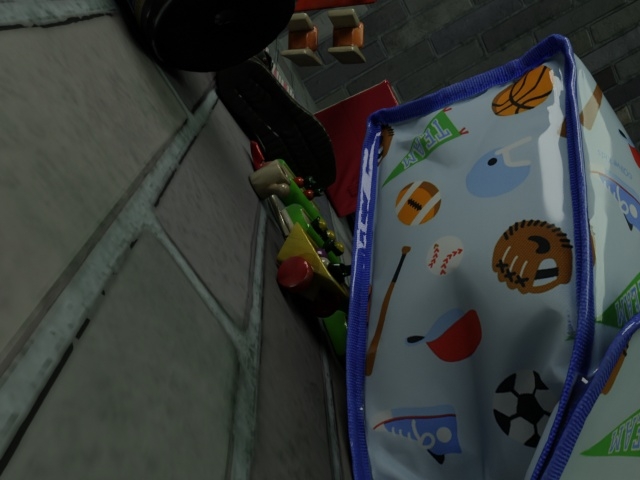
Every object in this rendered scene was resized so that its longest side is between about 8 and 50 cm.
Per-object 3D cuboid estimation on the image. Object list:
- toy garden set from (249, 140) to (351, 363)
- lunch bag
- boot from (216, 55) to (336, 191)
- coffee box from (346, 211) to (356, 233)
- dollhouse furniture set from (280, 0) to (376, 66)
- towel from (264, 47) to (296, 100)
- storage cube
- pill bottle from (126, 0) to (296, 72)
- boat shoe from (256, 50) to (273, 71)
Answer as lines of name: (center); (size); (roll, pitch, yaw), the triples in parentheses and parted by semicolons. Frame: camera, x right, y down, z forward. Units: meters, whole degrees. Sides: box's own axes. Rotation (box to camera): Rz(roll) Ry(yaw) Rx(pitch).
toy garden set: (0.000, 0.000, 0.573); (0.204, 0.049, 0.244); (50, 14, -53)
lunch bag: (0.193, 0.094, 0.480); (0.328, 0.239, 0.385); (34, 53, -35)
boot: (-0.055, -0.156, 0.694); (0.198, 0.077, 0.137); (56, 5, -39)
coffee box: (0.226, -0.041, 1.207); (0.168, 0.297, 0.119); (56, 7, -29)
dollhouse furniture set: (-0.033, -0.417, 0.958); (0.135, 0.259, 0.262); (-8, 99, -73)
towel: (-0.063, -0.284, 1.189); (0.144, 0.029, 0.197); (67, 10, 28)
storage cube: (0.084, -0.181, 1.122); (0.215, 0.183, 0.193); (-65, 131, -75)
pill bottle: (-0.116, -0.254, 0.457); (0.219, 0.123, 0.123); (63, 9, 13)
boat shoe: (-0.096, -0.290, 0.974); (0.049, 0.042, 0.133); (60, 7, 6)
